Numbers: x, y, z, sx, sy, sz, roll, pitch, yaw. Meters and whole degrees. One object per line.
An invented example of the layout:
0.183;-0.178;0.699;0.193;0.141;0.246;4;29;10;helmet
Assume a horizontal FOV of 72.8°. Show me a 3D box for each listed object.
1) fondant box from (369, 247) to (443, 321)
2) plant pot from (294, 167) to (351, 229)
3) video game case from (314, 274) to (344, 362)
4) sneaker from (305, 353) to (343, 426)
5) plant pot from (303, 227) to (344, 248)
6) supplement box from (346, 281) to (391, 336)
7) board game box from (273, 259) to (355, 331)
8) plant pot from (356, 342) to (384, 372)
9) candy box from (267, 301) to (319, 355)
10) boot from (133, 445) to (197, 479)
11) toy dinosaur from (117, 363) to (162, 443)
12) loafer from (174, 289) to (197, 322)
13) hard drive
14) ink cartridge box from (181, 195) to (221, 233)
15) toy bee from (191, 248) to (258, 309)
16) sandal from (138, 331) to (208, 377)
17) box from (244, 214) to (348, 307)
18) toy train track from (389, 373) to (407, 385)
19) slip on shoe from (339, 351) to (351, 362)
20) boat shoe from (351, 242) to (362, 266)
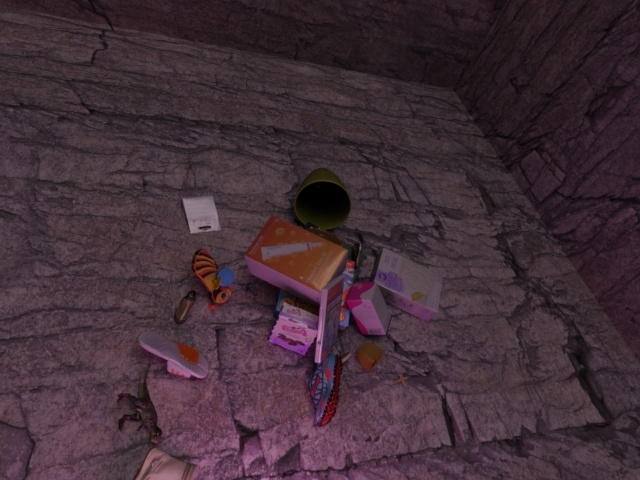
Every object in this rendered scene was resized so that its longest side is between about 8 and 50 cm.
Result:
0.407;0.208;2.076;0.330;0.096;0.238;25;47;-1;fondant box
0.007;-0.244;2.196;0.275;0.275;0.293;15;32;-12;plant pot
0.037;0.290;1.636;0.025;0.285;0.204;10;13;19;video game case
0.004;0.555;1.623;0.125;0.104;0.262;-2;57;26;sneaker
0.000;0.000;1.964;0.236;0.032;0.236;14;24;-6;plant pot
0.206;0.290;1.823;0.111;0.220;0.114;-5;38;29;supplement box
-0.021;0.204;1.844;0.308;0.086;0.302;13;59;-8;board game box
0.195;0.469;1.776;0.083;0.081;0.081;36;46;24;plant pot
-0.100;0.342;1.667;0.165;0.196;0.070;22;45;-3;candy box
-0.469;0.734;1.262;0.165;0.077;0.213;25;46;-5;boot
-0.586;0.534;1.392;0.118;0.064;0.268;-2;51;-34;toy dinosaur
-0.518;0.247;1.665;0.056;0.050;0.148;19;47;-8;loafer
0.034;0.077;2.044;0.339;0.064;0.237;28;47;2;hard drive
-0.544;-0.114;1.980;0.145;0.045;0.179;-8;74;-30;ink cartridge box
-0.404;0.181;1.700;0.298;0.195;0.162;38;71;-4;toy bee
-0.517;0.407;1.512;0.265;0.076;0.102;32;24;-11;sandal
-0.094;0.084;1.729;0.345;0.168;0.215;24;63;14;box
0.319;0.577;1.782;0.083;0.014;0.048;-11;64;-24;toy train track
0.069;0.479;1.731;0.135;0.051;0.041;-31;74;-31;slip on shoe
0.168;0.070;2.040;0.042;0.049;0.133;1;53;13;boat shoe
